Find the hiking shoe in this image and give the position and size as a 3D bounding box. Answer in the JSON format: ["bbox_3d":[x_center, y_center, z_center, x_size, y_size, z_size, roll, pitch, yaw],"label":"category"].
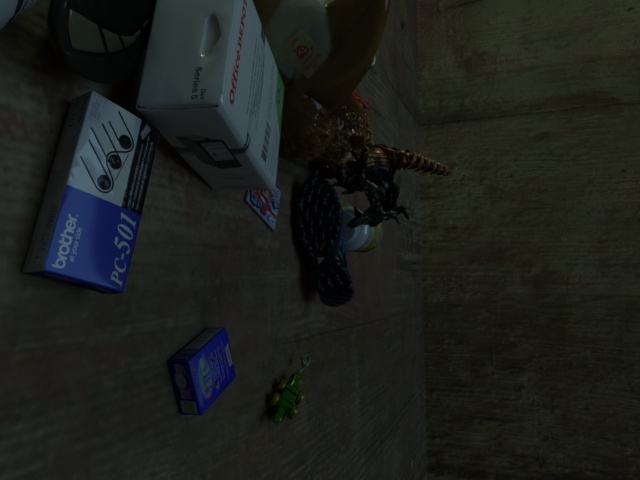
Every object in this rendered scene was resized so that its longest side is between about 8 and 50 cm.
[{"bbox_3d":[0.000,0.000,1.228,0.132,0.113,0.304,-122,-157,-80],"label":"hiking shoe"}]

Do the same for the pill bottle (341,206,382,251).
[{"bbox_3d":[0.084,-0.028,1.385,0.208,0.117,0.118,5,83,-69],"label":"pill bottle"}]

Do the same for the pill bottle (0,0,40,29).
[{"bbox_3d":[-0.282,-0.259,0.401,0.302,0.169,0.169,-71,151,-42],"label":"pill bottle"}]

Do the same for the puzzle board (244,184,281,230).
[{"bbox_3d":[-0.109,-0.089,1.041,0.128,0.011,0.097,53,41,-57],"label":"puzzle board"}]

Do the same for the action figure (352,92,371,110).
[{"bbox_3d":[0.065,-0.442,1.399,0.139,0.091,0.281,12,76,-55],"label":"action figure"}]

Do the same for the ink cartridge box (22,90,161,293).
[{"bbox_3d":[-0.251,-0.051,0.593,0.097,0.046,0.207,28,63,-51],"label":"ink cartridge box"}]

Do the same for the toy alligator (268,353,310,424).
[{"bbox_3d":[-0.065,0.311,1.074,0.051,0.056,0.190,-55,-178,33],"label":"toy alligator"}]

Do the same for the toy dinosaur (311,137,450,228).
[{"bbox_3d":[0.124,-0.147,1.212,0.164,0.321,0.219,-12,102,-38],"label":"toy dinosaur"}]

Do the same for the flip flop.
[{"bbox_3d":[-0.249,-0.266,0.609,0.277,0.080,0.112,-88,-170,-54],"label":"flip flop"}]

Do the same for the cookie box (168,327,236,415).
[{"bbox_3d":[-0.177,0.197,0.800,0.107,0.040,0.092,-40,125,-63],"label":"cookie box"}]

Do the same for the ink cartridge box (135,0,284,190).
[{"bbox_3d":[-0.140,-0.212,0.762,0.273,0.114,0.199,62,31,-72],"label":"ink cartridge box"}]

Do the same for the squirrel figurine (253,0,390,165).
[{"bbox_3d":[-0.007,-0.354,1.075,0.370,0.280,0.397,-65,162,-68],"label":"squirrel figurine"}]
